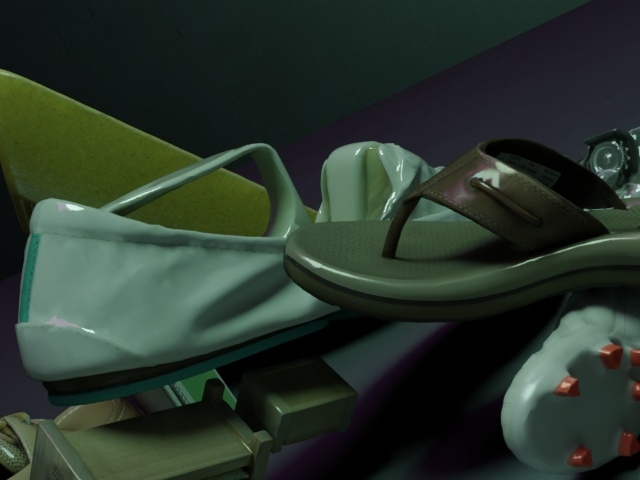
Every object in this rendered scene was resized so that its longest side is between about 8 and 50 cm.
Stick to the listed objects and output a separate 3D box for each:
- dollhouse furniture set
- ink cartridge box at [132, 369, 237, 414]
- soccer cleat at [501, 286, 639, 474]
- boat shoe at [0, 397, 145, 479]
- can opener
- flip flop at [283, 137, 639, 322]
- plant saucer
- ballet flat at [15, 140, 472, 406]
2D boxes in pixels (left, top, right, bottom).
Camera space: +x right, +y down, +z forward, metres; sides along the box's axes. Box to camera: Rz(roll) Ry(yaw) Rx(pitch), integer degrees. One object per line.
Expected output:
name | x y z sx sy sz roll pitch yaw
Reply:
dollhouse furniture set | -0.038 0.162 0.625 0.182 0.101 0.161 -9 36 -37
ink cartridge box | -0.118 0.080 0.873 0.056 0.171 0.235 -38 13 -19
soccer cleat | 0.140 0.059 0.595 0.076 0.068 0.196 2 21 44
boat shoe | -0.206 0.172 0.829 0.122 0.110 0.341 -26 11 13
can opener | 0.168 -0.015 0.948 0.283 0.076 0.095 -20 -19 39
flip flop | 0.115 -0.015 0.609 0.277 0.080 0.112 -6 17 19
plant saucer | -0.143 -0.009 1.049 0.333 0.333 0.081 147 147 -77
ballet flat | 0.000 0.000 0.739 0.400 0.139 0.139 -10 -3 -37
